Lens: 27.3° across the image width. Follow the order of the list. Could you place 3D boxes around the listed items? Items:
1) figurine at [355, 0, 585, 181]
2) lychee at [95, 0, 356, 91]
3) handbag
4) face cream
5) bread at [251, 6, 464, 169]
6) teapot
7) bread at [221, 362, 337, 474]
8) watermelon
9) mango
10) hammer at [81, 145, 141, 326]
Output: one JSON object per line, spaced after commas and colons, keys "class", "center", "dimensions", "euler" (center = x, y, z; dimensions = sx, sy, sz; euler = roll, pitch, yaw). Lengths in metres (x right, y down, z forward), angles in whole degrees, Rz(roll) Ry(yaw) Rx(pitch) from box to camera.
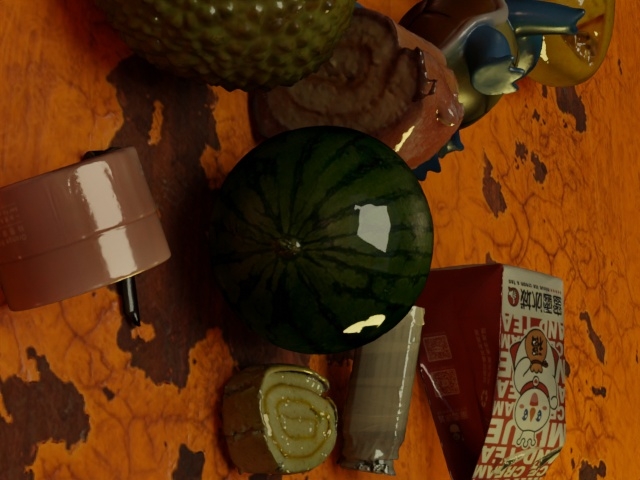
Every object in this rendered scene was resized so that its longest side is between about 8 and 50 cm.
{"class": "figurine", "center": [0.167, -0.220, 1.714], "dimensions": [0.416, 0.298, 0.243], "euler": [-13, 55, -46]}
{"class": "lychee", "center": [-0.082, -0.279, 1.327], "dimensions": [0.319, 0.270, 0.270], "euler": [-10, 87, -16]}
{"class": "handbag", "center": [0.217, 0.184, 1.713], "dimensions": [0.171, 0.151, 0.298], "euler": [12, 77, -49]}
{"class": "face cream", "center": [-0.215, -0.011, 1.139], "dimensions": [0.149, 0.149, 0.104], "euler": [-26, 100, -55]}
{"class": "bread", "center": [0.046, -0.165, 1.493], "dimensions": [0.123, 0.244, 0.190], "euler": [10, 87, -57]}
{"class": "teapot", "center": [0.070, 0.172, 1.536], "dimensions": [0.107, 0.077, 0.200], "euler": [59, 40, -81]}
{"class": "bread", "center": [-0.042, 0.190, 1.400], "dimensions": [0.156, 0.064, 0.118], "euler": [12, 74, -54]}
{"class": "watermelon", "center": [0.002, 0.000, 1.372], "dimensions": [0.242, 0.242, 0.242], "euler": [22, 62, -50]}
{"class": "mango", "center": [0.343, -0.406, 2.017], "dimensions": [0.253, 0.182, 0.365], "euler": [-32, 118, -22]}
{"class": "hammer", "center": [-0.196, -0.004, 1.282], "dimensions": [0.065, 0.021, 0.178], "euler": [-1, 83, -55]}
